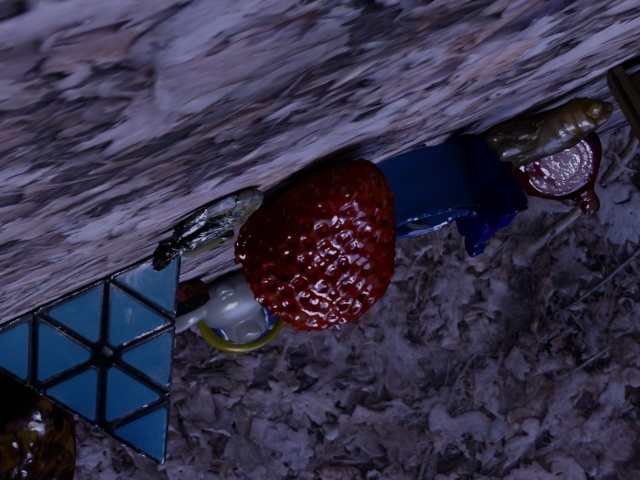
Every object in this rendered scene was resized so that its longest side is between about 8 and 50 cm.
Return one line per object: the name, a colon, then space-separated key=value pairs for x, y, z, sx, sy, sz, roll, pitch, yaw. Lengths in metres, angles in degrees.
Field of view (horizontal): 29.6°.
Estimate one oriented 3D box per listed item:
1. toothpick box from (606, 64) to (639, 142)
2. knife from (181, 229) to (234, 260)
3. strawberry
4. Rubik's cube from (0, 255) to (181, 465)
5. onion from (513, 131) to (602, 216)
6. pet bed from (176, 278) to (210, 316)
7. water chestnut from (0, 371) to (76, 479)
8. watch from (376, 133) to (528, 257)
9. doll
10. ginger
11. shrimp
toothpick box: x=0.626 y=-0.249 z=1.885 sx=0.308 sy=0.188 sz=0.190 roll=-29 pitch=174 yaw=10
knife: x=-0.198 y=0.024 z=1.677 sx=0.047 sy=0.017 sz=0.298 roll=-20 pitch=178 yaw=-31
strawberry: x=0.009 y=-0.013 z=1.494 sx=0.205 sy=0.205 sz=0.244 roll=-22 pitch=154 yaw=-28
Rubik's cube: x=-0.295 y=0.138 z=1.670 sx=0.228 sy=0.233 sz=0.229 roll=14 pitch=152 yaw=28
onion: x=0.445 y=-0.137 z=2.219 sx=0.173 sy=0.198 sz=0.135 roll=-30 pitch=-156 yaw=24
pet bed: x=-0.297 y=0.128 z=2.193 sx=0.201 sy=0.053 sz=0.201 roll=-25 pitch=176 yaw=-2
water chestnut: x=-0.483 y=0.325 z=1.694 sx=0.335 sy=0.347 sz=0.335 roll=-26 pitch=133 yaw=-31
watch: x=0.163 y=-0.066 z=1.742 sx=0.200 sy=0.171 sz=0.196 roll=-12 pitch=160 yaw=-16
doll: x=-0.190 y=0.160 z=2.481 sx=0.310 sy=0.160 sz=0.242 roll=-19 pitch=176 yaw=-19
ginger: x=0.306 y=-0.154 z=1.940 sx=0.333 sy=0.080 sz=0.166 roll=-18 pitch=162 yaw=9
shrimp: x=-0.140 y=-0.019 z=1.395 sx=0.161 sy=0.034 sz=0.091 roll=-32 pitch=163 yaw=14
